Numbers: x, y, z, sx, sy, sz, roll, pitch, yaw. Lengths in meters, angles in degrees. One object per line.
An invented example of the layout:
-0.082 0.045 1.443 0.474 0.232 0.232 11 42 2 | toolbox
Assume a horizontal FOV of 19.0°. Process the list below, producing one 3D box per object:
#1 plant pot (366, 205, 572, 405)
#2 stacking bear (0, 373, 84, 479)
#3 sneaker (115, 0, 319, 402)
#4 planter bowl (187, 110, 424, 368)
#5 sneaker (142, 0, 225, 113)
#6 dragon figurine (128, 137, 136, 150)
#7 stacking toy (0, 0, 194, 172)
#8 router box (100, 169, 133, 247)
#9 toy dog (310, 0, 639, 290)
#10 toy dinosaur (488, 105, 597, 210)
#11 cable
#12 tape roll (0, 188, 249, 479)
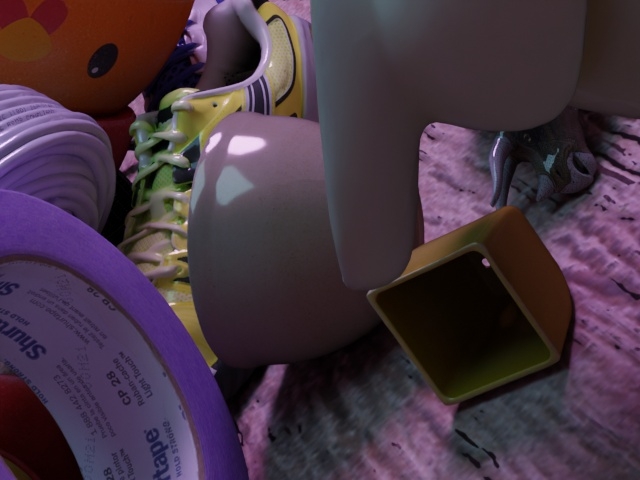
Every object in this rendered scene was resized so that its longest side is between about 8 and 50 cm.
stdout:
0.091 0.027 1.061 0.081 0.081 0.083 -27 15 35 | plant pot
-0.229 0.195 1.200 0.175 0.164 0.289 -30 21 28 | stacking bear
-0.091 -0.016 1.344 0.145 0.147 0.384 -20 34 40 | sneaker
0.000 0.000 1.184 0.109 0.162 0.162 0 41 22 | planter bowl
-0.130 -0.167 1.634 0.127 0.182 0.315 -36 23 21 | sneaker
-0.256 -0.057 1.774 0.144 0.085 0.289 -50 25 -18 | dragon figurine
-0.279 -0.043 1.487 0.350 0.351 0.479 -142 59 -68 | stacking toy
-0.213 -0.017 1.620 0.122 0.092 0.038 -38 20 10 | router box
0.207 -0.179 0.887 0.408 0.395 0.284 -3 17 8 | toy dog
0.121 -0.143 1.259 0.160 0.121 0.313 -29 27 0 | toy dinosaur
-0.241 0.010 1.261 0.257 0.089 0.257 -56 -16 22 | cable
-0.159 0.110 1.062 0.090 0.275 0.275 -32 25 24 | tape roll
